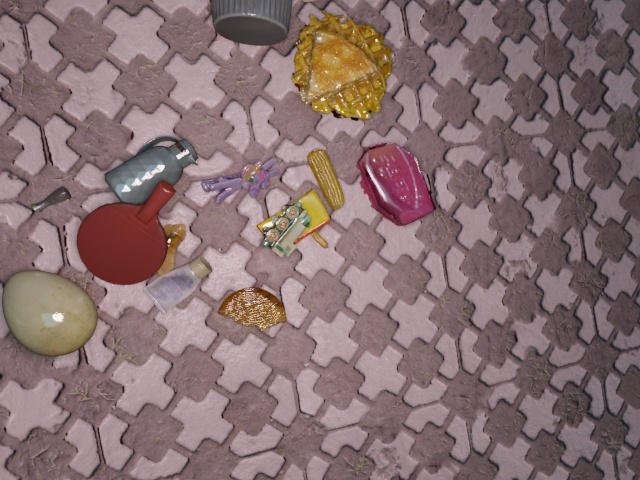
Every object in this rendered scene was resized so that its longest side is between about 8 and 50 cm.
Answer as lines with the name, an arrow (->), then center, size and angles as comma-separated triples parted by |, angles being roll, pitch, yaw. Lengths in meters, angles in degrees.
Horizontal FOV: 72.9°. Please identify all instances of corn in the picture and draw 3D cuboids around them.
corn -> 0.025, -0.223, 1.581 | 0.080, 0.080, 0.231 | -28, 97, -12
corn -> 0.000, 0.000, 1.593 | 0.083, 0.028, 0.027 | 44, 91, -9

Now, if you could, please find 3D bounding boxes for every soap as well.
soap -> 0.273, -0.216, 1.615 | 0.220, 0.127, 0.324 | -25, 94, -15

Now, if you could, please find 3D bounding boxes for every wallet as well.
wallet -> -0.093, -0.063, 1.560 | 0.241, 0.067, 0.141 | -34, 101, -7

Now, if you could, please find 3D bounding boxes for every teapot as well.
teapot -> -0.861, -0.129, 1.384 | 0.111, 0.043, 0.042 | -31, 96, -9

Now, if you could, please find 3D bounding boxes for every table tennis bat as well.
table tennis bat -> -0.590, -0.022, 1.353 | 0.268, 0.051, 0.414 | 38, 109, -17

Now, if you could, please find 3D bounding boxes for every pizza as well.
pizza -> 0.020, -0.583, 1.503 | 0.280, 0.075, 0.287 | 41, 81, 1

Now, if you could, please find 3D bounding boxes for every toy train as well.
toy train -> -0.112, -0.040, 1.488 | 0.125, 0.081, 0.194 | 43, 84, -25

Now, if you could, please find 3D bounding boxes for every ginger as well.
ginger -> -0.512, 0.025, 1.448 | 0.095, 0.069, 0.190 | 25, 86, 1

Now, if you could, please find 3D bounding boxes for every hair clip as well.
hair clip -> -0.268, -0.201, 1.505 | 0.278, 0.090, 0.137 | -19, 128, -10

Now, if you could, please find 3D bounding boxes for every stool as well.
stool -> -0.222, -0.856, 1.434 | 0.297, 0.297, 0.330 | 1, 94, -14

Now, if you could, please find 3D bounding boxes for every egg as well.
egg -> -0.814, 0.209, 1.298 | 0.218, 0.218, 0.295 | -41, 90, -11

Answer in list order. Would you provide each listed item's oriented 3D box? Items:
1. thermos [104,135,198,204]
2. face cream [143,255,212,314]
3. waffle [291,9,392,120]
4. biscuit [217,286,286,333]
thermos -> -0.547, -0.237, 1.418 | 0.286, 0.145, 0.182 | -37, 69, -14
face cream -> -0.478, 0.142, 1.468 | 0.224, 0.070, 0.114 | -37, 96, 1
waffle -> 0.083, -0.643, 1.600 | 0.380, 0.095, 0.382 | 12, 84, -11
biscuit -> -0.242, 0.252, 1.529 | 0.229, 0.031, 0.176 | -14, 91, -14
